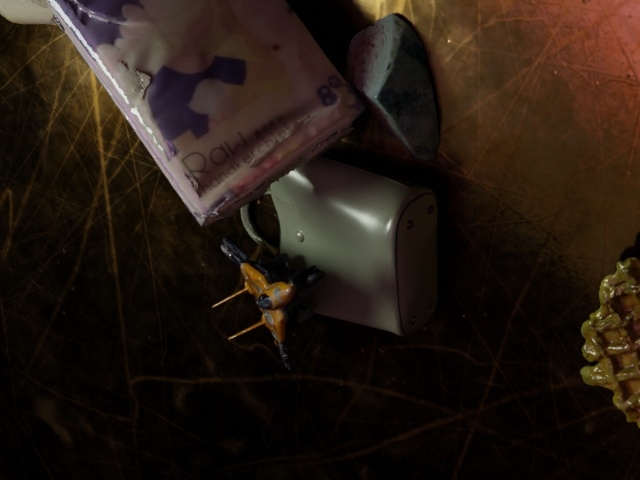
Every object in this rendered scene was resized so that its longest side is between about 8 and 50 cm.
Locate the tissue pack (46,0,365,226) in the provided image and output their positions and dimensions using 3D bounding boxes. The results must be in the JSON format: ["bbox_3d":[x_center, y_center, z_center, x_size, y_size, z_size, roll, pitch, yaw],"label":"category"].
[{"bbox_3d":[-0.136,-0.215,1.173,0.343,0.242,0.125,55,167,-1],"label":"tissue pack"}]

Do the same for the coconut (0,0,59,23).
[{"bbox_3d":[-0.366,-0.366,1.312,0.162,0.161,0.161,6,116,10],"label":"coconut"}]

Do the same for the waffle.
[{"bbox_3d":[0.413,0.133,1.102,0.243,0.059,0.237,30,126,16],"label":"waffle"}]

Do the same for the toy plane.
[{"bbox_3d":[-0.052,0.065,1.228,0.204,0.103,0.316,63,159,2],"label":"toy plane"}]

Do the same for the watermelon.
[{"bbox_3d":[0.086,-0.173,1.177,0.180,0.081,0.094,64,154,-1],"label":"watermelon"}]

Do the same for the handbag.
[{"bbox_3d":[0.000,0.000,1.280,0.315,0.109,0.241,13,119,32],"label":"handbag"}]
